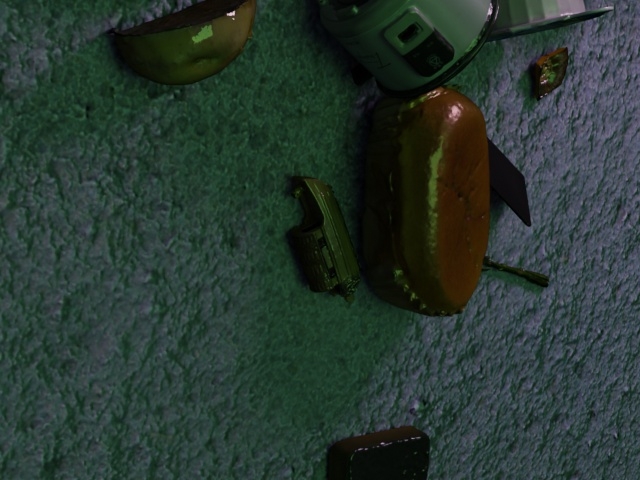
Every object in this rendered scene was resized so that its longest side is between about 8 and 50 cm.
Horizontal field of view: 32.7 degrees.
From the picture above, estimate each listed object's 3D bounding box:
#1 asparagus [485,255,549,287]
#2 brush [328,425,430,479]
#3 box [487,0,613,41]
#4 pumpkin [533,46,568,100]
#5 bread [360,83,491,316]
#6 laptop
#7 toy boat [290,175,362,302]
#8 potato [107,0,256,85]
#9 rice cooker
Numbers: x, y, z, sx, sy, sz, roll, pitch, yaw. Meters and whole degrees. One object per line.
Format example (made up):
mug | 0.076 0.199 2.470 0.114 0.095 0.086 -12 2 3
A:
asparagus | 0.361 0.055 2.069 0.233 0.022 0.023 18 130 -41
brush | 0.105 0.399 1.891 0.197 0.059 0.123 -5 102 -38
box | 0.340 -0.449 1.824 0.262 0.291 0.206 -17 97 -32
pumpkin | 0.429 -0.316 2.060 0.101 0.035 0.073 -33 128 -34
bread | 0.179 -0.059 1.802 0.236 0.183 0.389 -20 109 -38
laptop | 0.319 -0.120 1.964 0.197 0.016 0.135 41 34 -35
toy boat | 0.000 0.000 1.741 0.088 0.068 0.226 -31 115 -25
potato | -0.158 -0.282 1.527 0.243 0.138 0.098 -29 119 -29
rice cooker | 0.141 -0.353 1.690 0.280 0.241 0.227 -38 125 18
